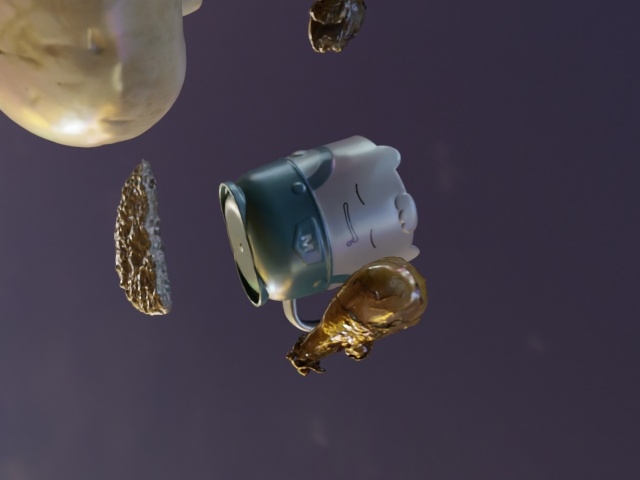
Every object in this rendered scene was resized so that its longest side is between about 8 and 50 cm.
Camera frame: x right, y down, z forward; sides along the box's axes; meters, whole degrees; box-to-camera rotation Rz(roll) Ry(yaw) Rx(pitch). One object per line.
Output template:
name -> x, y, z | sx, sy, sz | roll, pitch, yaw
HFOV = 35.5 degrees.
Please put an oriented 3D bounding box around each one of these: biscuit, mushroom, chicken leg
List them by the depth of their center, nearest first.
chicken leg -> 0.044, 0.092, 1.165 | 0.207, 0.101, 0.085 | -41, -108, 30
mushroom -> -0.292, -0.300, 1.270 | 0.325, 0.353, 0.353 | -179, -78, -71
chicken leg -> 0.031, -0.377, 1.492 | 0.085, 0.069, 0.197 | 8, -66, 0
biscuit -> -0.286, 0.011, 1.565 | 0.133, 0.032, 0.250 | -31, -117, 45

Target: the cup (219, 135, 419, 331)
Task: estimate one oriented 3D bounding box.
cup -> 0.000, 0.000, 1.552 | 0.219, 0.258, 0.289 | -153, -133, -65
